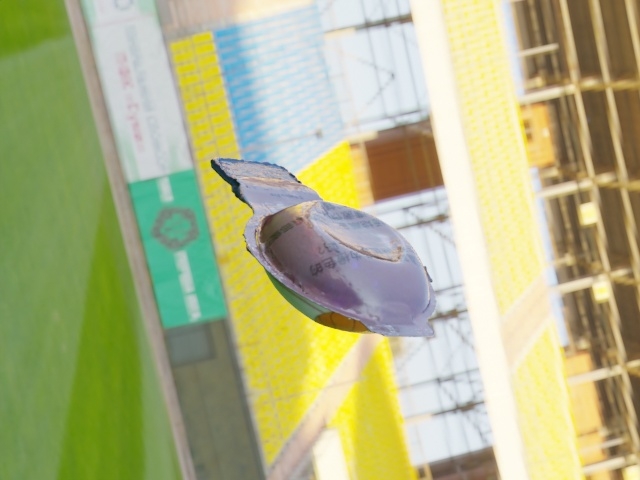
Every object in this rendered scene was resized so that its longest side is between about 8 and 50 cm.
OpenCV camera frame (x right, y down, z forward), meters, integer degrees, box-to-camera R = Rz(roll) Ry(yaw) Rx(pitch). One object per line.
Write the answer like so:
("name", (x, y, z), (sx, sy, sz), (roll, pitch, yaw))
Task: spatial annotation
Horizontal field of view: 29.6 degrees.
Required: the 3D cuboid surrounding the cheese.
("cheese", (0.000, 0.000, 1.087), (0.286, 0.189, 0.074), (45, -60, 40))
